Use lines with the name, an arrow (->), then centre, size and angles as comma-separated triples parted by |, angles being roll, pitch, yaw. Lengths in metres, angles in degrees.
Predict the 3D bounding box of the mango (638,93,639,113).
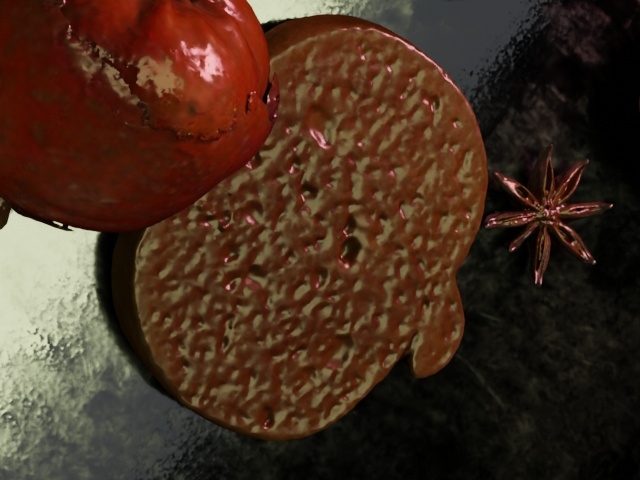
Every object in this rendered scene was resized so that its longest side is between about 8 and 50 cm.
mango -> 0.421, -0.099, 1.740 | 0.254, 0.139, 0.175 | 27, 69, -13

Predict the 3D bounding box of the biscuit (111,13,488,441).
biscuit -> -0.003, -0.001, 1.615 | 0.350, 0.070, 0.394 | 45, 79, -21

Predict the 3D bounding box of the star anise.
star anise -> 0.221, -0.028, 1.714 | 0.141, 0.042, 0.141 | -1, 94, -18

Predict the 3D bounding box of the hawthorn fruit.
hawthorn fruit -> -0.200, -0.116, 1.439 | 0.276, 0.276, 0.307 | 38, 108, -20
